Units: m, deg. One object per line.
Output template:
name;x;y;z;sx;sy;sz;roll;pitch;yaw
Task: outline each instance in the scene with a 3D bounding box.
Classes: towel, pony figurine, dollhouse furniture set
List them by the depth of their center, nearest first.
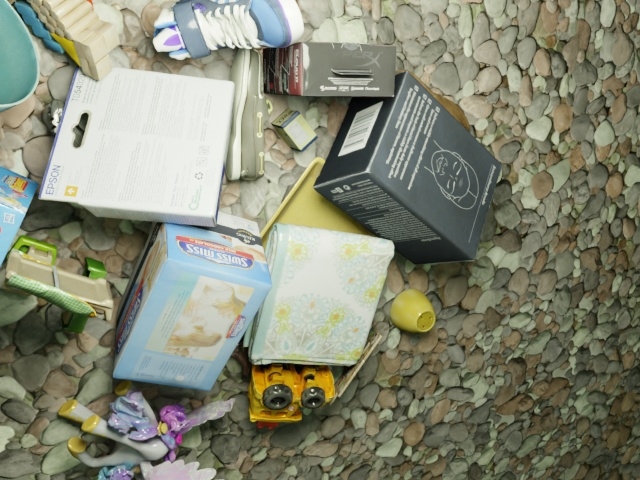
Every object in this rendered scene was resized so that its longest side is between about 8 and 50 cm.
dollhouse furniture set;-0.549;0.119;1.085;0.197;0.301;0.151;24;92;-30
pony figurine;-0.410;0.499;1.309;0.351;0.303;0.363;-23;122;19
towel;-0.008;0.150;1.364;0.320;0.090;0.375;7;109;-25

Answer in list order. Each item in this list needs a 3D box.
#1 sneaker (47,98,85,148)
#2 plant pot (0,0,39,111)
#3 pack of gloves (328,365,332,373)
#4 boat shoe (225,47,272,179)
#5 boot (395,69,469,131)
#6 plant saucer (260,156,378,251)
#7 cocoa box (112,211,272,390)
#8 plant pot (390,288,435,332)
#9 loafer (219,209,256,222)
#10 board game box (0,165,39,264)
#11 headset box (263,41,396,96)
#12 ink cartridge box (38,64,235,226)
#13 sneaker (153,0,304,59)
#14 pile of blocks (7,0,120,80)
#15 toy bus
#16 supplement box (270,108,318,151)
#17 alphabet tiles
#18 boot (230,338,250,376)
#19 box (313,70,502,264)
sneaker;-0.497;-0.192;1.147;0.106;0.078;0.234;-22;117;-20
plant pot;-0.685;-0.327;0.935;0.195;0.290;0.290;-21;118;21
pack of gloves;-0.072;0.324;1.515;0.195;0.046;0.232;-10;110;-6
boat shoe;-0.164;-0.289;1.248;0.091;0.109;0.305;-1;112;-24
boot;0.298;-0.357;1.453;0.305;0.112;0.115;42;56;-24
plant saucer;0.000;0.000;1.419;0.332;0.081;0.333;36;89;-27
cocoa box;-0.291;0.126;1.184;0.231;0.228;0.347;17;120;-27
plant pot;0.290;0.223;1.604;0.134;0.095;0.134;-7;108;-23
loafer;-0.288;-0.080;1.258;0.319;0.112;0.111;36;82;-34
board game box;-0.651;0.032;1.015;0.086;0.302;0.308;26;94;-28
headset box;0.017;-0.377;1.193;0.218;0.293;0.110;-6;107;-23
ink cartridge box;-0.356;-0.197;1.096;0.330;0.071;0.324;6;67;-3
sneaker;-0.206;-0.416;1.071;0.236;0.323;0.130;-36;134;-18
pile of blocks;-0.530;-0.487;1.036;0.362;0.149;0.113;56;47;-33
toy bus;-0.093;0.426;1.454;0.220;0.149;0.211;8;121;-17
supplement box;-0.064;-0.269;1.308;0.056;0.083;0.083;-44;118;-7
alphabet tiles;0.093;0.348;1.508;0.009;0.198;0.237;36;89;0
boot;-0.244;0.314;1.427;0.114;0.037;0.106;1;92;-27
box;0.229;-0.162;1.346;0.395;0.212;0.294;35;65;-28
